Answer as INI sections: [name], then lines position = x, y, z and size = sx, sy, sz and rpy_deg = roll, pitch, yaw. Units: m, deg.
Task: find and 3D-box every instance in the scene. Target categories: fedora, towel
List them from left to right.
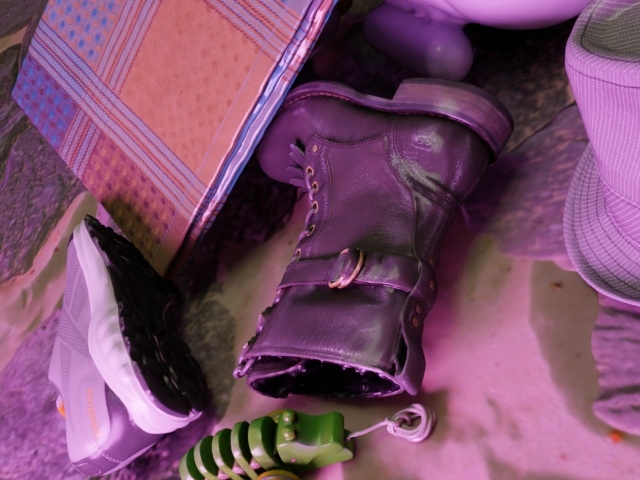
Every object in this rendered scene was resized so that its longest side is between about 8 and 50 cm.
[towel]
position = -0.110, -0.189, 0.803
size = 0.271, 0.040, 0.370
rpy_deg = 47, 121, 27
[fedora]
position = 0.226, -0.086, 0.528
size = 0.275, 0.124, 0.243
rpy_deg = 4, 54, 49

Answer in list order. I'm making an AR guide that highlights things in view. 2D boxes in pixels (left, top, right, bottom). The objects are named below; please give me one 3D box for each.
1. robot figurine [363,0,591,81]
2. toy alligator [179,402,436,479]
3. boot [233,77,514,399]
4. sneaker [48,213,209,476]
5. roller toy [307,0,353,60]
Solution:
[robot figurine]
position = 0.115, -0.273, 0.790
size = 0.353, 0.200, 0.299
rpy_deg = 35, 115, 57
[toy alligator]
position = -0.024, 0.124, 0.620
size = 0.190, 0.051, 0.056
rpy_deg = -26, 37, 25
[boot]
position = 0.000, 0.000, 0.707
size = 0.263, 0.091, 0.229
rpy_deg = -1, 55, 50
[sneaker]
position = -0.171, 0.071, 0.800
size = 0.108, 0.100, 0.271
rpy_deg = -44, 32, 11
[roller toy]
position = -0.084, -0.213, 0.937
size = 0.191, 0.146, 0.209
rpy_deg = -22, -4, 22
